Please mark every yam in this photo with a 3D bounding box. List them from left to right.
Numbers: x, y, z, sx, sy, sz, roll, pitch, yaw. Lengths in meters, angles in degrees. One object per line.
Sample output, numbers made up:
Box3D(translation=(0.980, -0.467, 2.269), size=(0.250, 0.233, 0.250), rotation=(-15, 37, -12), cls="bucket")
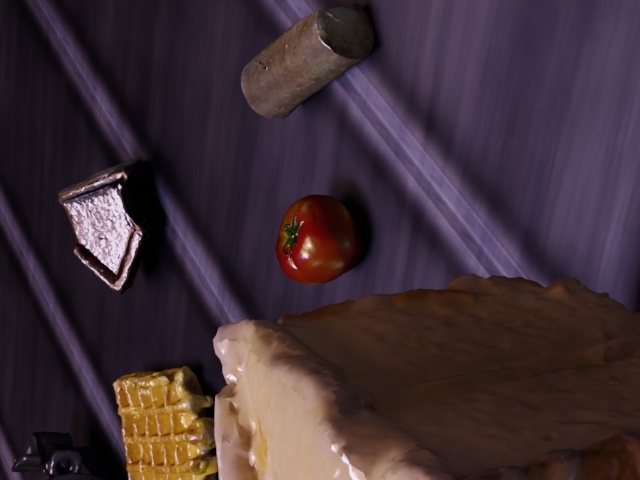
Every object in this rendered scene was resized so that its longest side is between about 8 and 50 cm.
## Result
Box3D(translation=(-0.015, -0.173, 1.484), size=(0.169, 0.068, 0.068), rotation=(-31, 70, 57), cls="yam")

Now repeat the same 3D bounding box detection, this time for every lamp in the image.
Box3D(translation=(-0.337, 0.439, 2.041), size=(0.272, 0.205, 0.374), rotation=(166, 106, -65), cls="lamp")

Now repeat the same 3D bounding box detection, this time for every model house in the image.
Box3D(translation=(-0.249, -0.014, 1.918), size=(0.165, 0.106, 0.152), rotation=(-60, -47, -81), cls="model house")

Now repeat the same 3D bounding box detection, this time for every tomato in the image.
Box3D(translation=(0.000, 0.000, 1.495), size=(0.087, 0.075, 0.087), rotation=(-28, 57, 56), cls="tomato")

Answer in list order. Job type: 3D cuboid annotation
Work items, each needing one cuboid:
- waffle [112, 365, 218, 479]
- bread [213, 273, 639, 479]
Box3D(translation=(-0.176, 0.230, 1.868), size=(0.211, 0.055, 0.160), rotation=(-18, 82, 61), cls="waffle")
Box3D(translation=(0.128, 0.245, 1.030), size=(0.279, 0.371, 0.390), rotation=(26, 120, 57), cls="bread")
